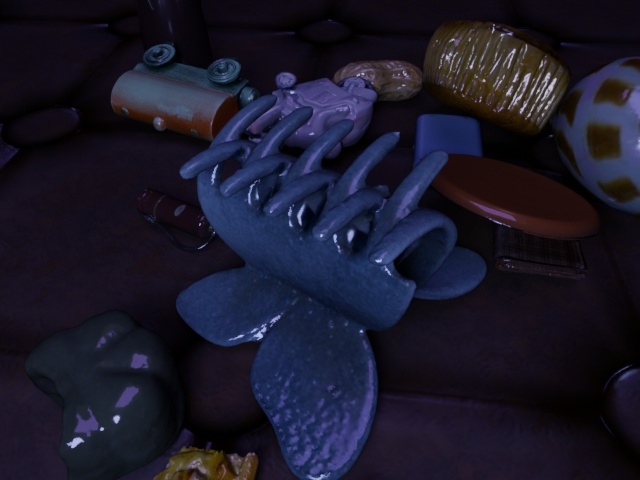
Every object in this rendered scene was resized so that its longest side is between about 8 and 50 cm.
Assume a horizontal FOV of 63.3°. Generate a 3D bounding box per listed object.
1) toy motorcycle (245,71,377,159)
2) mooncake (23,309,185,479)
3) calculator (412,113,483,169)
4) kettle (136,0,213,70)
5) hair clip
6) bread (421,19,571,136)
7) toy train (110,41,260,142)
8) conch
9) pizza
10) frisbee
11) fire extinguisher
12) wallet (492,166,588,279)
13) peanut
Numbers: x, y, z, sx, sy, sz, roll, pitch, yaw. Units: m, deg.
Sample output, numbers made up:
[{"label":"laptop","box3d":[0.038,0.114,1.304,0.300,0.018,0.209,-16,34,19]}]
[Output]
[{"label":"toy motorcycle","box3d":[-0.008,-0.214,0.929,0.260,0.110,0.171,-19,59,-11]},{"label":"mooncake","box3d":[-0.231,0.159,0.544,0.174,0.104,0.169,13,51,18]},{"label":"calculator","box3d":[0.225,-0.165,0.915,0.120,0.039,0.210,7,44,5]},{"label":"kettle","box3d":[-0.300,-0.475,1.103,0.143,0.232,0.202,14,46,14]},{"label":"hair clip","box3d":[0.000,0.000,0.612,0.318,0.239,0.392,27,51,29]},{"label":"bread","box3d":[0.291,-0.282,0.905,0.227,0.143,0.253,16,16,-15]},{"label":"toy train","box3d":[-0.261,-0.273,0.992,0.285,0.116,0.177,19,60,19]},{"label":"conch","box3d":[0.483,-0.156,0.798,0.249,0.197,0.368,33,36,-18]},{"label":"pizza","box3d":[-0.129,0.255,0.488,0.099,0.036,0.160,27,50,26]},{"label":"frisbee","box3d":[0.261,-0.069,0.719,0.250,0.021,0.251,10,28,-5]},{"label":"fire extinguisher","box3d":[-0.209,-0.029,0.782,0.157,0.045,0.078,21,76,19]},{"label":"wallet","box3d":[0.316,-0.036,0.777,0.124,0.042,0.230,7,40,8]},{"label":"peanut","box3d":[0.117,-0.318,1.037,0.193,0.093,0.083,-7,84,-3]}]
